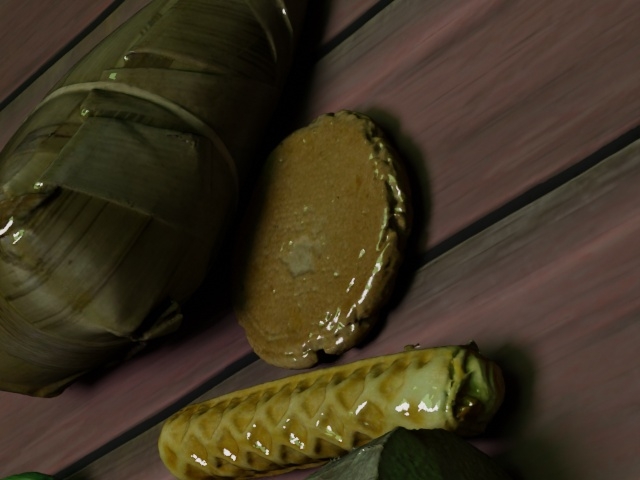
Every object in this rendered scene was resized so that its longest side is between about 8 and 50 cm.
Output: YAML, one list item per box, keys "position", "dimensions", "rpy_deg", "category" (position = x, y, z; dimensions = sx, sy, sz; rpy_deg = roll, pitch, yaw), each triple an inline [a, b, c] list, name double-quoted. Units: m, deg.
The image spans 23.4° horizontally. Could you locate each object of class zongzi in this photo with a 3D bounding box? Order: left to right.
- position: [-0.187, -0.066, 1.530]
  dimensions: [0.467, 0.218, 0.500]
  rpy_deg: [-54, 11, -28]
  category: "zongzi"

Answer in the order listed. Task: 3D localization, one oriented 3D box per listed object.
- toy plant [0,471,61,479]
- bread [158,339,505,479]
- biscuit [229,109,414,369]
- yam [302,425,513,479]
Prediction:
- position: [-0.344, 0.329, 1.521]
  dimensions: [0.235, 0.175, 0.218]
  rpy_deg: [4, 86, 23]
  category: "toy plant"
- position: [-0.003, 0.143, 1.227]
  dimensions: [0.368, 0.077, 0.084]
  rpy_deg: [-17, 26, 46]
  category: "bread"
- position: [0.000, 0.000, 1.310]
  dimensions: [0.226, 0.042, 0.226]
  rpy_deg: [-21, 60, 43]
  category: "biscuit"
- position: [0.025, 0.236, 1.097]
  dimensions: [0.268, 0.161, 0.161]
  rpy_deg: [-38, 50, 39]
  category: "yam"
